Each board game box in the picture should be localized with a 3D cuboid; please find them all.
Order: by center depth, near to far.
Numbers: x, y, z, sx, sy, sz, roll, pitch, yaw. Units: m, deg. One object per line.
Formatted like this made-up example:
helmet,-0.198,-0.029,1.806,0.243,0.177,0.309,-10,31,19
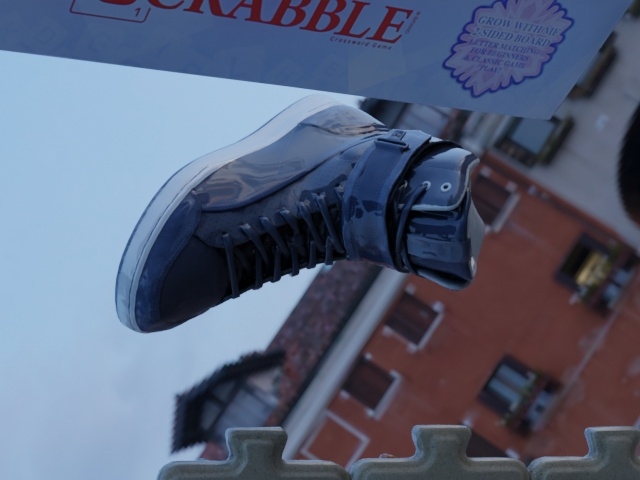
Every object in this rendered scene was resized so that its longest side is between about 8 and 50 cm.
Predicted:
board game box,-0.088,-0.186,0.486,0.318,0.319,0.066,2,-44,-34

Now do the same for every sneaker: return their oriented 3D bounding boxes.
sneaker,0.000,-0.002,0.811,0.226,0.163,0.086,-42,-38,-33

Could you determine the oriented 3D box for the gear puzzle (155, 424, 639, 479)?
gear puzzle,0.088,0.165,0.588,0.044,0.338,0.176,180,92,-74
